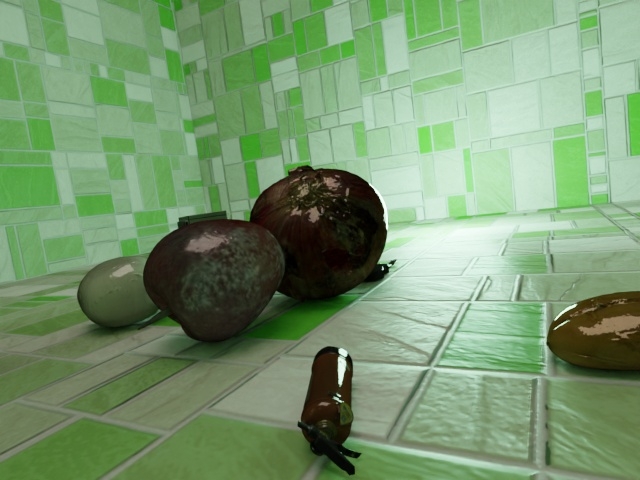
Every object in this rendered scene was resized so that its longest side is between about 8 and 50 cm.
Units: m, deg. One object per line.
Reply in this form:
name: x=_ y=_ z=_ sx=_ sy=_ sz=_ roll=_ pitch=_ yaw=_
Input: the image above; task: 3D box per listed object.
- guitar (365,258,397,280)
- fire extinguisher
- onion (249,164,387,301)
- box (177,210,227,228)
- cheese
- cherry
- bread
guitar: x=0.164 y=0.075 z=1.145 sx=0.088 sy=0.025 sz=0.233 roll=-5 pitch=6 yaw=32
fire extinguisher: x=0.011 y=0.162 z=0.417 sx=0.062 sy=0.050 sz=0.177 roll=31 pitch=9 yaw=0
onion: x=-0.018 y=-0.020 z=0.972 sx=0.353 sy=0.354 sz=0.353 roll=-8 pitch=6 yaw=1
box: x=-0.347 y=0.032 z=1.258 sx=0.117 sy=0.225 sz=0.225 roll=-10 pitch=6 yaw=-24
cheese: x=-0.445 y=0.113 z=0.950 sx=0.198 sy=0.154 sz=0.189 roll=-14 pitch=13 yaw=-29
cherry: x=-0.196 y=0.067 z=0.737 sx=0.285 sy=0.213 sz=0.236 roll=-33 pitch=47 yaw=-23
bread: x=0.354 y=0.098 z=0.465 sx=0.189 sy=0.077 sz=0.114 roll=-9 pitch=1 yaw=12
